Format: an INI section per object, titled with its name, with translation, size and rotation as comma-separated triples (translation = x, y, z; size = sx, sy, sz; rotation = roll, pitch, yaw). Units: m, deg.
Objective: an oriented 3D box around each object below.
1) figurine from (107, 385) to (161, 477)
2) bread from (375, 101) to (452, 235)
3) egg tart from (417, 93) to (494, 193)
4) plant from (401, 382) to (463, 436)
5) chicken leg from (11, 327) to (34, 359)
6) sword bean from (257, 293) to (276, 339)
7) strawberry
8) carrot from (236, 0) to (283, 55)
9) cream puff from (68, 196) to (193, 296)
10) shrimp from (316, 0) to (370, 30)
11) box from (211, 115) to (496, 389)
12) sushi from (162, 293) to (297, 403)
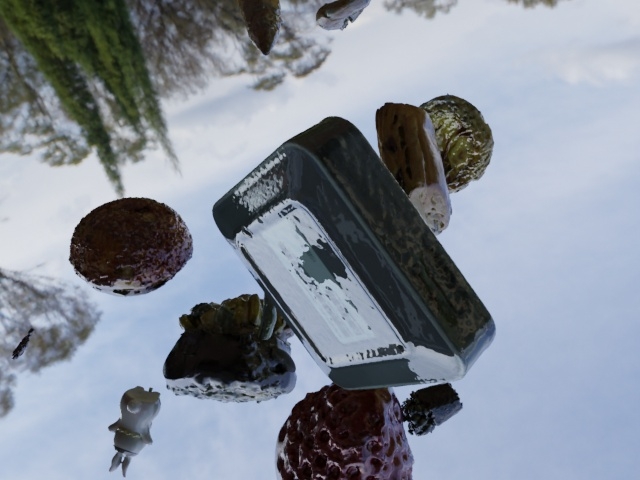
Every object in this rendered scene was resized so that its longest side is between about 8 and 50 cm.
[figurine]
translation = -0.327, 0.344, 1.248
size = 0.081, 0.146, 0.098
rotation = 19, -168, 27
[bread]
translation = 0.176, -0.127, 1.243
size = 0.099, 0.235, 0.210
rotation = -12, -111, 17
[egg tart]
translation = 0.292, -0.230, 1.600
size = 0.232, 0.252, 0.098
rotation = 25, -141, 20
[plant]
translation = 0.243, 0.375, 1.548
size = 0.143, 0.094, 0.092
rotation = -29, -146, -2
[chicken leg]
translation = -0.704, 0.247, 1.636
size = 0.021, 0.036, 0.083
rotation = 26, -123, -1
[sword bean]
translation = -0.114, 0.099, 1.575
size = 0.043, 0.269, 0.038
rotation = 11, -163, 17
[strawberry]
translation = 0.046, 0.396, 1.344
size = 0.295, 0.344, 0.317
rotation = 23, -132, 21
[carrot]
translation = -0.121, -0.448, 1.345
size = 0.102, 0.102, 0.263
rotation = -16, -126, 6
[cream puff]
translation = -0.374, 0.005, 1.350
size = 0.240, 0.163, 0.240
rotation = -3, -137, 3
[shrimp]
translation = 0.060, -0.545, 1.646
size = 0.145, 0.061, 0.267
rotation = -28, -176, 7
[box]
translation = 0.024, 0.047, 1.049
size = 0.111, 0.395, 0.397
rotation = -38, -175, -30
[sushi]
translation = -0.236, 0.272, 1.818
size = 0.328, 0.329, 0.285
rotation = -19, -117, 45
